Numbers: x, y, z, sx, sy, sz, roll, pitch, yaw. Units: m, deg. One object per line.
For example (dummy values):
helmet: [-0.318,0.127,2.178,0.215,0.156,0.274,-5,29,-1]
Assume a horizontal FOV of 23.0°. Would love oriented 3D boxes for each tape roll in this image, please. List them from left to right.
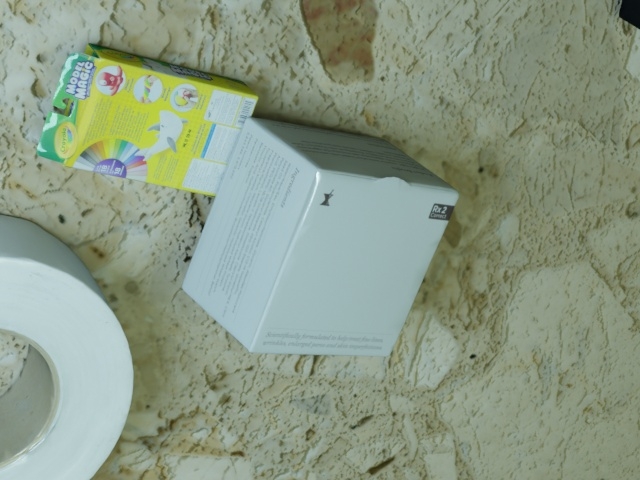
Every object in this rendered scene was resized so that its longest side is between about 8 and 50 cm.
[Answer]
tape roll: [-0.312,0.121,1.385,0.286,0.100,0.286,-11,119,-21]

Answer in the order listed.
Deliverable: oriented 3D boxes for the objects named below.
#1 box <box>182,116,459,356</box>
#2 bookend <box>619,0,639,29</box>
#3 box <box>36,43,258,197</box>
box: [0.000,0.000,1.436,0.181,0.119,0.182,6,113,-43]
bookend: [0.360,-0.217,1.545,0.156,0.072,0.157,-10,120,-20]
box: [-0.155,-0.105,1.378,0.179,0.043,0.105,11,110,-32]
